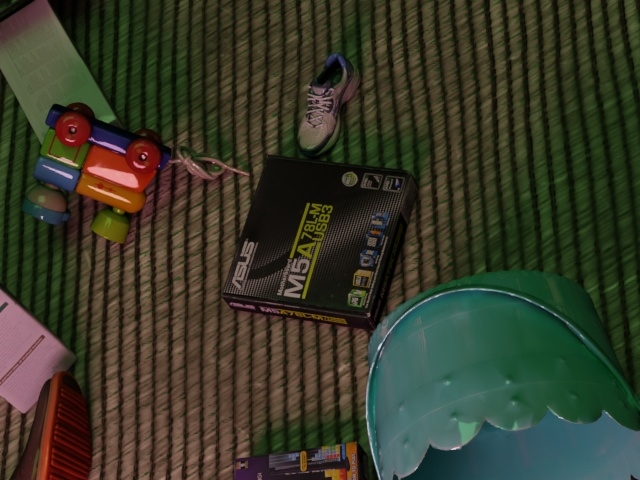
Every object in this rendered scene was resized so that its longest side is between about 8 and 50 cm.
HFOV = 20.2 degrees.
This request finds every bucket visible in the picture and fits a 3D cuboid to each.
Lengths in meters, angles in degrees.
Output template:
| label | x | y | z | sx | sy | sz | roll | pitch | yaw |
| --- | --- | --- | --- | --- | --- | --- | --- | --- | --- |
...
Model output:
| label | x | y | z | sx | sy | sz | roll | pitch | yaw |
| --- | --- | --- | --- | --- | --- | --- | --- | --- | --- |
| bucket | 0.177 | 0.167 | 1.782 | 0.281 | 0.281 | 0.183 | -18 | 56 | 9 |

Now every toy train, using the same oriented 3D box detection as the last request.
| label | x | y | z | sx | sy | sz | roll | pitch | yaw |
| --- | --- | --- | --- | --- | --- | --- | --- | --- | --- |
| toy train | -0.224 | -0.059 | 2.133 | 0.248 | 0.105 | 0.143 | 21 | 99 | -8 |

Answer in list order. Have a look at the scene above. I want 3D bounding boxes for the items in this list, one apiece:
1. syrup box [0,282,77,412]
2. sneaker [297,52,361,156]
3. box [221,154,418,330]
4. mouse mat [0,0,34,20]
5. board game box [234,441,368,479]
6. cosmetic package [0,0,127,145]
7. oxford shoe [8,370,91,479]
| label | x | y | z | sx | sy | sz | roll | pitch | yaw |
| --- | --- | --- | --- | --- | --- | --- | --- | --- | --- |
| syrup box | -0.379 | 0.095 | 2.017 | 0.096 | 0.237 | 0.093 | -47 | 58 | -8 |
| sneaker | 0.001 | -0.165 | 2.130 | 0.052 | 0.058 | 0.135 | 12 | 68 | 24 |
| box | 0.000 | 0.000 | 2.052 | 0.184 | 0.045 | 0.190 | 9 | 66 | 20 |
| mouse mat | -0.384 | -0.302 | 2.297 | 0.190 | 0.152 | 0.007 | -31 | 98 | 1 |
| board game box | -0.018 | 0.306 | 1.895 | 0.141 | 0.048 | 0.170 | -10 | 61 | 13 |
| cosmetic package | -0.333 | -0.194 | 2.257 | 0.099 | 0.060 | 0.239 | -31 | 58 | -1 |
| oxford shoe | -0.322 | 0.274 | 1.990 | 0.098 | 0.097 | 0.271 | -5 | 62 | 23 |
